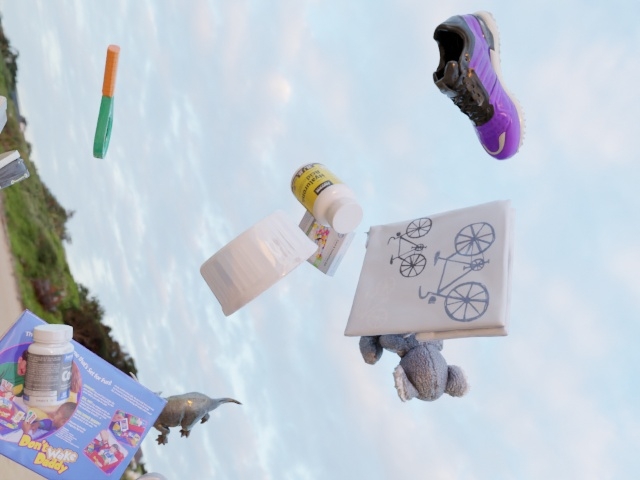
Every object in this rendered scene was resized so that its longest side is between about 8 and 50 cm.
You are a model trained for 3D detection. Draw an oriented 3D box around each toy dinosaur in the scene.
[{"bbox_3d":[-0.357,0.439,1.382,0.160,0.314,0.120,105,-12,-48],"label":"toy dinosaur"}]

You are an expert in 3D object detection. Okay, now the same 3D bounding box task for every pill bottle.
[{"bbox_3d":[-0.497,0.227,0.990,0.078,0.078,0.137,7,-89,59],"label":"pill bottle"},{"bbox_3d":[0.010,-0.058,0.749,0.116,0.065,0.065,47,-41,46],"label":"pill bottle"}]

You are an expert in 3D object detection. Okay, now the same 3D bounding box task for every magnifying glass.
[{"bbox_3d":[-0.400,-0.254,1.012,0.092,0.026,0.230,-97,-156,-48],"label":"magnifying glass"}]

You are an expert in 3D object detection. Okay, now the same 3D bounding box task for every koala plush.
[{"bbox_3d":[0.211,0.254,1.181,0.221,0.197,0.203,-102,-158,-48],"label":"koala plush"}]

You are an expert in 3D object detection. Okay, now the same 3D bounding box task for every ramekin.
[{"bbox_3d":[-0.153,0.046,1.288,0.135,0.277,0.277,54,-31,-3],"label":"ramekin"}]

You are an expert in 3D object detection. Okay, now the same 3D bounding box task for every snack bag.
[{"bbox_3d":[0.220,0.067,1.104,0.343,0.322,0.037,-11,-46,32],"label":"snack bag"}]

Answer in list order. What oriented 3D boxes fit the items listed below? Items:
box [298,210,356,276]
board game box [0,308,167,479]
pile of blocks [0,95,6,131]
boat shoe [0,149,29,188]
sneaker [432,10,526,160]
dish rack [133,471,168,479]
[{"bbox_3d":[0.000,0.000,1.569,0.186,0.038,0.145,34,-81,40],"label":"box"},{"bbox_3d":[-0.518,0.335,1.073,0.347,0.233,0.078,43,-34,-21],"label":"board game box"},{"bbox_3d":[-0.536,-0.141,0.703,0.149,0.363,0.112,63,24,-51],"label":"pile of blocks"},{"bbox_3d":[-0.747,-0.116,1.181,0.081,0.227,0.068,7,-50,36],"label":"boat shoe"},{"bbox_3d":[0.282,-0.285,1.025,0.102,0.146,0.293,-18,-92,60],"label":"sneaker"},{"bbox_3d":[-0.415,0.672,1.185,0.285,0.333,0.072,59,2,-10],"label":"dish rack"}]
